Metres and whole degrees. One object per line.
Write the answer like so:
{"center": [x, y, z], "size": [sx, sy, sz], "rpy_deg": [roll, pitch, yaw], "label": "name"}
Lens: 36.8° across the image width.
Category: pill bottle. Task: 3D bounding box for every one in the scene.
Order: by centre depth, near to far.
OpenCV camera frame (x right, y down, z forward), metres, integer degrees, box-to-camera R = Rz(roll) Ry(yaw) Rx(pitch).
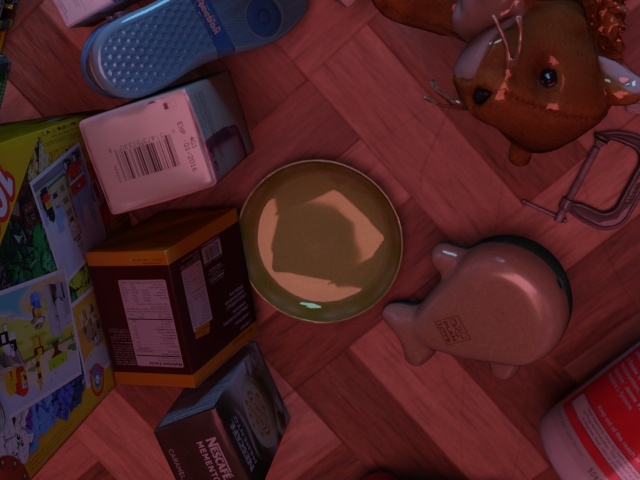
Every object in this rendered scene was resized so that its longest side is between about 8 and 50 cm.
{"center": [0.509, 0.206, 1.260], "size": [0.407, 0.229, 0.229], "rpy_deg": [-42, 95, 16], "label": "pill bottle"}

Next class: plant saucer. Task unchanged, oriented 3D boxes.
{"center": [0.000, 0.000, 1.382], "size": [0.240, 0.037, 0.241], "rpy_deg": [2, 104, 9], "label": "plant saucer"}

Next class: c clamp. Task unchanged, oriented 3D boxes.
{"center": [0.375, -0.083, 1.312], "size": [0.137, 0.022, 0.161], "rpy_deg": [30, 107, 0], "label": "c clamp"}

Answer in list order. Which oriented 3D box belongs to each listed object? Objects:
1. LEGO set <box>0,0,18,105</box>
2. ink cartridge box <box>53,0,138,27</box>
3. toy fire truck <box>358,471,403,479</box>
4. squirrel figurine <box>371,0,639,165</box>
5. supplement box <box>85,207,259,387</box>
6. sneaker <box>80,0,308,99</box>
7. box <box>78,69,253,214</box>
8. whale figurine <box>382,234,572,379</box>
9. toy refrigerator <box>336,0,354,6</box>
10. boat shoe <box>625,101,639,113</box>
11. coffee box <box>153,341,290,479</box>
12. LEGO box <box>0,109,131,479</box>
{"center": [-0.546, -0.292, 1.306], "size": [0.254, 0.192, 0.331], "rpy_deg": [28, 107, 0], "label": "LEGO set"}
{"center": [-0.282, -0.343, 1.302], "size": [0.135, 0.099, 0.056], "rpy_deg": [-25, 99, 13], "label": "ink cartridge box"}
{"center": [0.159, 0.497, 1.437], "size": [0.253, 0.169, 0.302], "rpy_deg": [11, 108, -14], "label": "toy fire truck"}
{"center": [0.247, -0.281, 1.091], "size": [0.281, 0.396, 0.371], "rpy_deg": [-34, 70, 43], "label": "squirrel figurine"}
{"center": [-0.198, 0.075, 1.334], "size": [0.129, 0.191, 0.194], "rpy_deg": [-1, 108, 25], "label": "supplement box"}
{"center": [-0.185, -0.287, 1.298], "size": [0.319, 0.208, 0.127], "rpy_deg": [-27, 106, -23], "label": "sneaker"}
{"center": [-0.194, -0.135, 1.274], "size": [0.148, 0.232, 0.127], "rpy_deg": [-15, 103, 12], "label": "box"}
{"center": [0.221, 0.090, 1.342], "size": [0.272, 0.141, 0.216], "rpy_deg": [-24, 100, 39], "label": "whale figurine"}
{"center": [-0.041, -0.415, 1.186], "size": [0.094, 0.102, 0.269], "rpy_deg": [-46, 120, 5], "label": "toy refrigerator"}
{"center": [0.454, -0.175, 1.274], "size": [0.100, 0.035, 0.035], "rpy_deg": [8, 133, 3], "label": "boat shoe"}
{"center": [-0.131, 0.261, 1.361], "size": [0.098, 0.246, 0.141], "rpy_deg": [-21, 101, 13], "label": "coffee box"}
{"center": [-0.409, 0.057, 1.218], "size": [0.193, 0.500, 0.373], "rpy_deg": [-7, 104, 11], "label": "LEGO box"}
